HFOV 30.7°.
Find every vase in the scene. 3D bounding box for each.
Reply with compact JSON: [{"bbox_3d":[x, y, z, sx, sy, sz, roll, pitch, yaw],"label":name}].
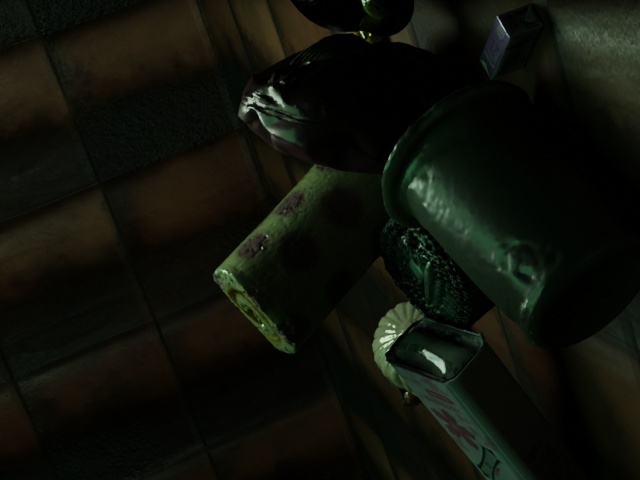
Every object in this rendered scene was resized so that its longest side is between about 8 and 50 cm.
[{"bbox_3d":[0.248,-0.018,1.444,0.291,0.245,0.245,54,164,34],"label":"vase"}]

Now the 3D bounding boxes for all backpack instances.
[{"bbox_3d":[0.038,-0.202,1.699,0.283,0.317,0.197,24,110,46],"label":"backpack"}]

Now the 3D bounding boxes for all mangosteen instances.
[{"bbox_3d":[0.051,-0.401,1.670,0.243,0.243,0.243,158,90,-80],"label":"mangosteen"}]

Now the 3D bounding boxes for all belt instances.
[{"bbox_3d":[0.211,0.006,1.812,0.207,0.160,0.295,40,159,29],"label":"belt"}]

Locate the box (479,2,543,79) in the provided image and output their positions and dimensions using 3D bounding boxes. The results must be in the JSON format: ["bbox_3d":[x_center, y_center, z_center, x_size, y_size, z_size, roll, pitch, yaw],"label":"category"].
[{"bbox_3d":[0.237,-0.247,1.456,0.117,0.051,0.036,105,143,-71],"label":"box"}]

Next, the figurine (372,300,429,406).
[{"bbox_3d":[0.182,0.228,2.337,0.204,0.185,0.332,26,164,-8],"label":"figurine"}]

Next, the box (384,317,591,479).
[{"bbox_3d":[0.272,0.285,1.867,0.369,0.112,0.190,53,160,-26],"label":"box"}]

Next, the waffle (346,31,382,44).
[{"bbox_3d":[0.065,-0.379,2.071,0.149,0.051,0.194,91,154,-62],"label":"waffle"}]

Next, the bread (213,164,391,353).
[{"bbox_3d":[0.000,0.000,1.892,0.187,0.338,0.155,45,162,-9],"label":"bread"}]
